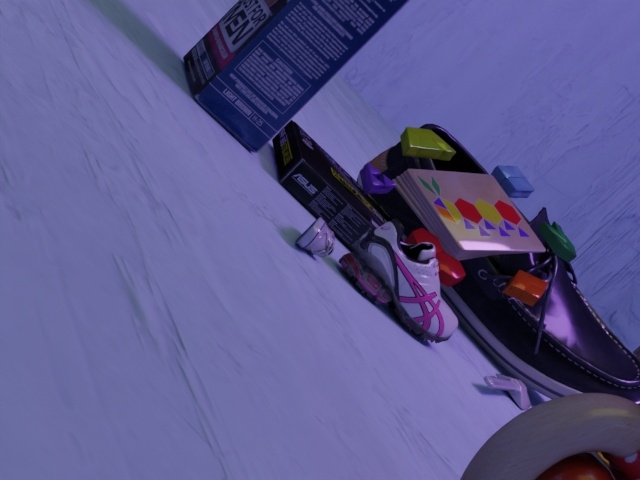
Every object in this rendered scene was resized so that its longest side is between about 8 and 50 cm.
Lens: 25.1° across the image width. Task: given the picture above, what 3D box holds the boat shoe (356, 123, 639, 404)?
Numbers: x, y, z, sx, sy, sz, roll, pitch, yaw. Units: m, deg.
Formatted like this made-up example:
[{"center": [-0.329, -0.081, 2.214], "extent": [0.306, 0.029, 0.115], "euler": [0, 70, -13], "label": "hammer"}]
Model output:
[{"center": [0.262, 0.041, 1.930], "extent": [0.500, 0.156, 0.187], "euler": [46, 32, 9], "label": "boat shoe"}]

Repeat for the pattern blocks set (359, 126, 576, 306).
[{"center": [0.183, -0.032, 1.780], "extent": [0.324, 0.026, 0.285], "euler": [8, 43, -38], "label": "pattern blocks set"}]

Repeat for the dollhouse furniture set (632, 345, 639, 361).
[{"center": [0.560, 0.252, 2.239], "extent": [0.161, 0.242, 0.212], "euler": [46, 9, -4], "label": "dollhouse furniture set"}]

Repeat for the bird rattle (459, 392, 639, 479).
[{"center": [0.180, 0.173, 0.906], "extent": [0.207, 0.254, 0.143], "euler": [12, 26, -30], "label": "bird rattle"}]

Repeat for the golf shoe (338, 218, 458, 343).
[{"center": [0.104, 0.047, 1.547], "extent": [0.186, 0.086, 0.067], "euler": [40, 9, -43], "label": "golf shoe"}]

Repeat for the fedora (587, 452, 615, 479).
[{"center": [0.288, 0.259, 1.479], "extent": [0.194, 0.079, 0.194], "euler": [51, 5, -6], "label": "fedora"}]

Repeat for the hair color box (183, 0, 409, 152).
[{"center": [0.001, -0.277, 1.649], "extent": [0.105, 0.347, 0.174], "euler": [42, 9, -23], "label": "hair color box"}]

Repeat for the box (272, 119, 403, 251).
[{"center": [0.024, -0.048, 1.723], "extent": [0.190, 0.045, 0.184], "euler": [43, 8, -16], "label": "box"}]

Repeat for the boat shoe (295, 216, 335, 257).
[{"center": [0.000, 0.000, 1.442], "extent": [0.035, 0.035, 0.100], "euler": [44, 2, 1], "label": "boat shoe"}]

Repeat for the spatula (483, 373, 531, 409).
[{"center": [0.255, 0.220, 1.715], "extent": [0.168, 0.019, 0.242], "euler": [55, 12, 17], "label": "spatula"}]
